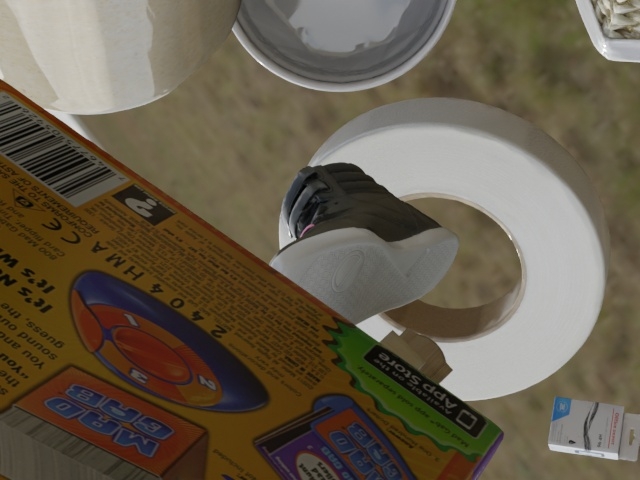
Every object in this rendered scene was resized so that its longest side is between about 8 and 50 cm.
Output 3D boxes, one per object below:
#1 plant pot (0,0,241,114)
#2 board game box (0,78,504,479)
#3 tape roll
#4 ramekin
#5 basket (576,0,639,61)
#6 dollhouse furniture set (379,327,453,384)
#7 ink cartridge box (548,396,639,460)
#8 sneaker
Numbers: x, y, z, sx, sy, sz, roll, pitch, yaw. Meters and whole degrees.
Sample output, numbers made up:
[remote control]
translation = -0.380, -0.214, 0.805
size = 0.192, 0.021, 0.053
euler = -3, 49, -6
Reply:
[plant pot]
translation = -0.164, -0.246, 1.127
size = 0.334, 0.334, 0.305
euler = 51, 163, 19
[board game box]
translation = -0.184, 0.186, 0.872
size = 0.356, 0.356, 0.356
euler = 35, -156, 9
[tape roll]
translation = 0.144, 0.016, 2.059
size = 0.392, 0.392, 0.072
euler = 53, -150, -19
[ramekin]
translation = 0.017, -0.234, 1.513
size = 0.207, 0.207, 0.109
euler = 52, -173, -5
[basket]
translation = 0.243, -0.216, 1.240
size = 0.103, 0.113, 0.167
euler = 101, 165, -44
[dollhouse furniture set]
translation = 0.107, 0.165, 1.586
size = 0.161, 0.101, 0.182
euler = 43, 146, 9
[ink cartridge box]
translation = 0.261, 0.179, 1.655
size = 0.083, 0.048, 0.028
euler = 6, 163, 13
[sneaker]
translation = 0.000, 0.000, 1.619
size = 0.147, 0.104, 0.296
euler = 35, -158, 24
